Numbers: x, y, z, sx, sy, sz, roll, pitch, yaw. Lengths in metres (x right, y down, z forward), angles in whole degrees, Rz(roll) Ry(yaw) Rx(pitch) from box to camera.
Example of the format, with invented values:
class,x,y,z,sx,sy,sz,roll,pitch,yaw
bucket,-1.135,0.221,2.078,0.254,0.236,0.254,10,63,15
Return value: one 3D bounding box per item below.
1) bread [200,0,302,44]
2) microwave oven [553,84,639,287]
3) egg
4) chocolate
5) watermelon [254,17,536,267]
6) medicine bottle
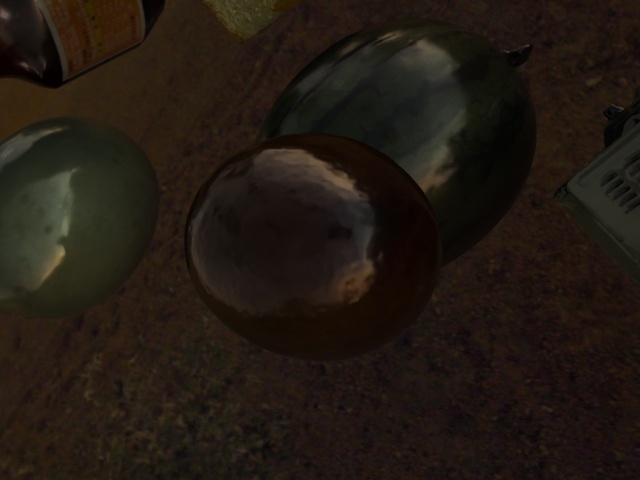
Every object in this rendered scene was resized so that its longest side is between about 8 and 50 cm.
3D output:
class,x,y,z,sx,sy,sz,roll,pitch,yaw
bread,-0.155,-0.518,1.153,0.237,0.375,0.165,-26,27,41
microwave oven,0.421,-0.124,0.652,0.218,0.355,0.286,48,151,9
egg,-0.366,-0.039,1.070,0.258,0.258,0.352,-44,27,27
chocolate,0.000,0.000,0.480,0.177,0.177,0.176,-22,59,41
watermelon,0.089,-0.102,0.851,0.359,0.279,0.279,-39,42,-8
medicine bottle,-0.414,-0.282,0.946,0.395,0.242,0.243,-41,32,-26
